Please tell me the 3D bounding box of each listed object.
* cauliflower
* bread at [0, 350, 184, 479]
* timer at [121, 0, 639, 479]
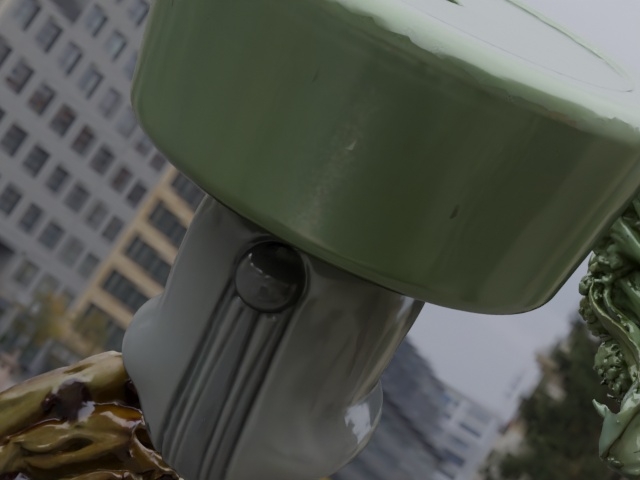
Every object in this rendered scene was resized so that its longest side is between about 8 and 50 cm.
[{"bbox_3d":[0.354,0.086,1.368,0.327,0.260,0.281,50,15,-15],"label":"cauliflower"},{"bbox_3d":[-0.228,0.255,1.397,0.277,0.324,0.167,48,17,-52],"label":"bread"},{"bbox_3d":[0.000,0.000,0.887,0.290,0.315,0.291,23,18,-8],"label":"timer"}]
